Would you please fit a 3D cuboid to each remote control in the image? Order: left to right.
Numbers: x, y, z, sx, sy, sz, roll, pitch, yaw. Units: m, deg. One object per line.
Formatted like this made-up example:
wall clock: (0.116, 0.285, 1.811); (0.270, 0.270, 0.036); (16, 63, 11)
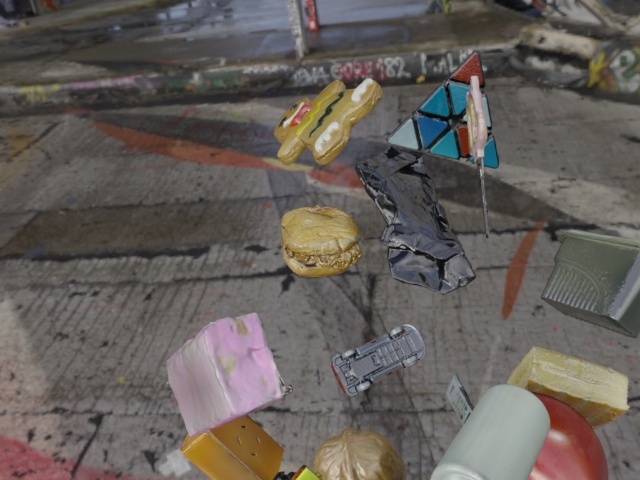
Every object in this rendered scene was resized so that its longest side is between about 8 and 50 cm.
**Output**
remote control: (0.367, 0.421, 1.590); (0.029, 0.065, 0.166); (4, 32, -19)

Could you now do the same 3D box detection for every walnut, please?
walnut: (0.095, 0.566, 1.499); (0.225, 0.261, 0.225); (-14, 37, 11)

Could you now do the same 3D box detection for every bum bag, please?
bum bag: (0.148, -0.043, 1.031); (0.137, 0.074, 0.310); (-3, 51, -17)

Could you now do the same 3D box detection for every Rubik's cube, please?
Rubik's cube: (0.253, -0.288, 1.416); (0.234, 0.250, 0.284); (-23, 57, -17)

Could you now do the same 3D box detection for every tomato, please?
tomato: (0.428, 0.480, 1.273); (0.290, 0.325, 0.293); (-1, -3, 33)

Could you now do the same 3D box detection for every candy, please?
candy: (-0.168, 0.233, 1.067); (0.116, 0.155, 0.265); (-17, -13, -33)

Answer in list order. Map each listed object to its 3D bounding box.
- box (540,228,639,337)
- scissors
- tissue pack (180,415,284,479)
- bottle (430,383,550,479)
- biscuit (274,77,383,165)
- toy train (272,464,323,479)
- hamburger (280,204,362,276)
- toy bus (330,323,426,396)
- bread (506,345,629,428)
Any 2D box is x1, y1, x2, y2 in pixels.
box: (0.615, 0.089, 1.369); (0.178, 0.138, 0.274); (-57, 22, -6)
scissors: (0.318, -0.160, 1.239); (0.024, 0.317, 0.160); (-5, -9, 6)
tissue pack: (-0.266, 0.648, 1.901); (0.145, 0.274, 0.194); (-41, 9, 16)
bottle: (0.213, 0.291, 0.799); (0.104, 0.104, 0.245); (12, 28, 31)
biscuit: (-0.009, -0.183, 0.941); (0.158, 0.035, 0.240); (-54, 29, -10)
toy train: (0.041, 0.488, 1.023); (0.100, 0.296, 0.160); (-47, 14, -14)
hamburger: (0.000, 0.000, 1.075); (0.138, 0.083, 0.147); (-7, 36, -9)
toy bus: (0.105, 0.218, 1.143); (0.174, 0.079, 0.077); (-23, -13, -17)
bread: (0.599, 0.379, 1.538); (0.239, 0.246, 0.111); (16, 60, 7)
